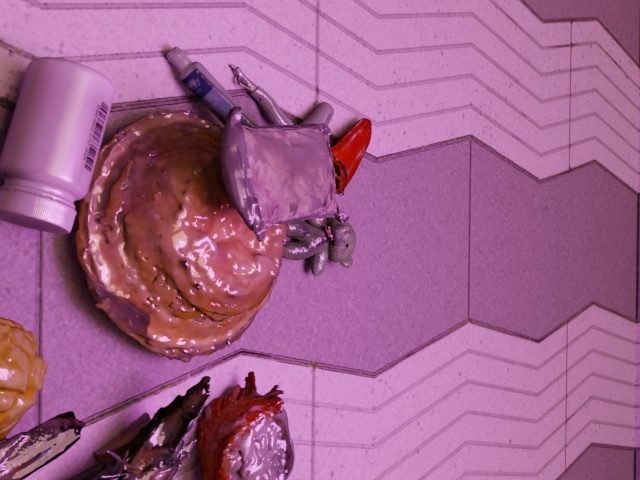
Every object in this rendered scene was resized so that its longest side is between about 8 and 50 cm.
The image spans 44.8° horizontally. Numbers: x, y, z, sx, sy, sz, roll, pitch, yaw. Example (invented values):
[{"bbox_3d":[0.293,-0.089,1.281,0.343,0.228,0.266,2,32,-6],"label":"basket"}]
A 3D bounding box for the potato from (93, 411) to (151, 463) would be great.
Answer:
[{"bbox_3d":[-0.248,0.269,1.027,0.093,0.036,0.037,-36,113,-43],"label":"potato"}]

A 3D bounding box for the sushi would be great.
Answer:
[{"bbox_3d":[-0.109,0.364,1.121,0.130,0.124,0.331,-2,94,-37],"label":"sushi"}]

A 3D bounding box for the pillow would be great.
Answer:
[{"bbox_3d":[-0.051,-0.085,1.036,0.255,0.059,0.169,-9,82,-59],"label":"pillow"}]

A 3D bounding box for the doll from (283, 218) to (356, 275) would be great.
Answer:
[{"bbox_3d":[0.000,0.000,1.279,0.150,0.078,0.115,-3,82,-37],"label":"doll"}]

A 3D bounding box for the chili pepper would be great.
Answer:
[{"bbox_3d":[0.048,-0.160,1.334,0.169,0.065,0.088,-57,165,-40],"label":"chili pepper"}]

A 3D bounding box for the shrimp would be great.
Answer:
[{"bbox_3d":[-0.297,0.292,0.894,0.445,0.085,0.272,-41,134,-27],"label":"shrimp"}]

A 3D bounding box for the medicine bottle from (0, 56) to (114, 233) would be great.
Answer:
[{"bbox_3d":[-0.311,-0.108,0.901,0.103,0.103,0.186,23,73,-46],"label":"medicine bottle"}]

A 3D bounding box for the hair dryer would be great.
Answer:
[{"bbox_3d":[-0.052,-0.215,1.244,0.199,0.067,0.167,59,40,-12],"label":"hair dryer"}]

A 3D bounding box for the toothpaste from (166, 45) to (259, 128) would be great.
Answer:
[{"bbox_3d":[-0.135,-0.188,1.101,0.216,0.062,0.037,46,62,-15],"label":"toothpaste"}]

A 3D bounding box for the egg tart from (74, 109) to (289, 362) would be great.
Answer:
[{"bbox_3d":[-0.158,-0.007,1.046,0.352,0.150,0.351,5,84,-50],"label":"egg tart"}]

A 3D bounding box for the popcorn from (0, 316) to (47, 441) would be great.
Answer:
[{"bbox_3d":[-0.378,0.152,0.801,0.174,0.173,0.142,-22,85,-46],"label":"popcorn"}]
